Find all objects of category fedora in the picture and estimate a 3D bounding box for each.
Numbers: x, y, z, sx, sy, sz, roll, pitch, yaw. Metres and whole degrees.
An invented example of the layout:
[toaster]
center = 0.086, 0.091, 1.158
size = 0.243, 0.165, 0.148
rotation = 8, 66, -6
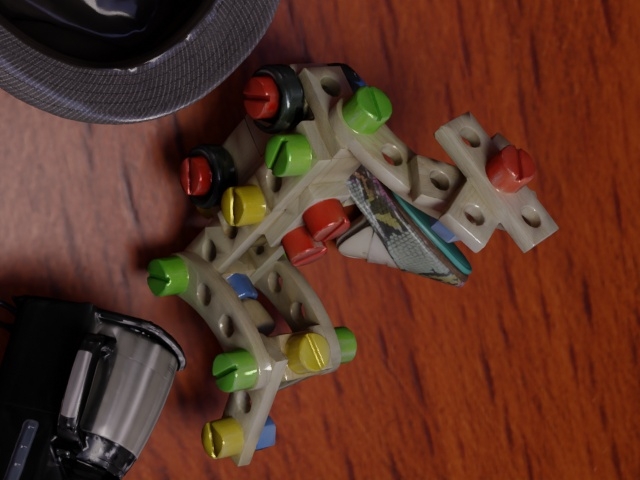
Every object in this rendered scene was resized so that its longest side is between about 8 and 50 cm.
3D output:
[fedora]
center = -0.169, -0.212, 1.054
size = 0.275, 0.124, 0.243
rotation = 40, 82, -14

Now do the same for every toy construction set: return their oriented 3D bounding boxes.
[toy construction set]
center = 0.000, 0.000, 1.083
size = 0.151, 0.328, 0.215
rotation = 3, 57, -51

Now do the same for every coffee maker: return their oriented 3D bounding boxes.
[coffee maker]
center = -0.197, 0.140, 1.071
size = 0.120, 0.171, 0.178
rotation = 44, 56, -47

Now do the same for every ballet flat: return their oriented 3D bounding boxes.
[ballet flat]
center = 0.029, -0.037, 1.198
size = 0.079, 0.077, 0.221
rotation = -36, 106, 8
